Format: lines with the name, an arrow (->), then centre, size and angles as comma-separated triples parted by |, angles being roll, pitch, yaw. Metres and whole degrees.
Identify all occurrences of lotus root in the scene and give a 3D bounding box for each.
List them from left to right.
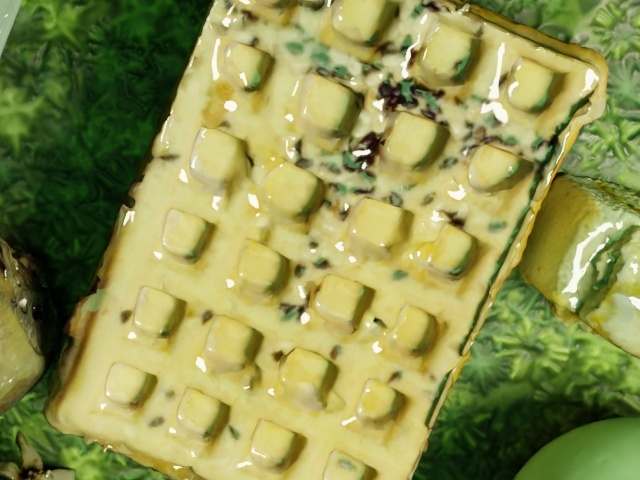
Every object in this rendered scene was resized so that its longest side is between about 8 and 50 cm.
lotus root -> -0.318, 0.087, 0.885 | 0.274, 0.152, 0.160 | -20, 106, 12

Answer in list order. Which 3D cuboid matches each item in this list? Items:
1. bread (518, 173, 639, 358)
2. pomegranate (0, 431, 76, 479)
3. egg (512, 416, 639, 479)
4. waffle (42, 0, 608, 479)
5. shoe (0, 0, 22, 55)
bread -> 0.209, 0.027, 0.833 | 0.156, 0.110, 0.103 | 25, 101, -2
pomegranate -> -0.258, 0.221, 0.926 | 0.148, 0.148, 0.169 | 31, 96, -3
egg -> 0.221, 0.247, 0.827 | 0.220, 0.220, 0.270 | -22, 81, 12
waffle -> 0.000, 0.000, 0.844 | 0.261, 0.114, 0.376 | 26, 107, 0
shoe -> -0.251, -0.186, 0.839 | 0.100, 0.103, 0.251 | 18, 96, 46
